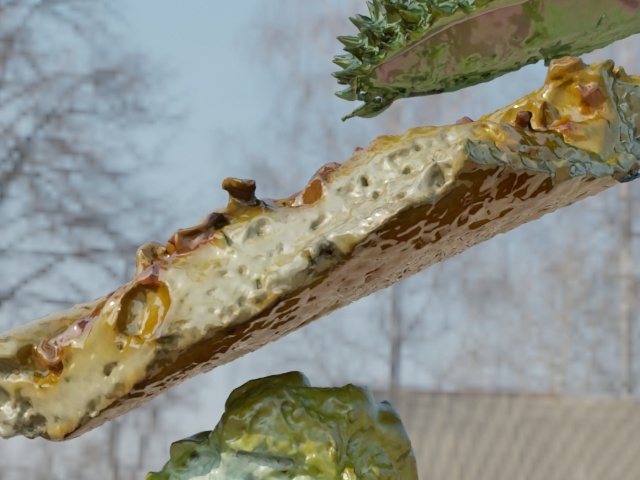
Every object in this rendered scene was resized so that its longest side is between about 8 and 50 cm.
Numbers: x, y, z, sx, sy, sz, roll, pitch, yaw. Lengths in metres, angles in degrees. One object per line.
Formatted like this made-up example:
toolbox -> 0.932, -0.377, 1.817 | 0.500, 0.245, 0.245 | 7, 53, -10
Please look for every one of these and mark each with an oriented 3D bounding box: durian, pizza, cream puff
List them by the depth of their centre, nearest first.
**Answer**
cream puff -> -0.003, 0.135, 0.904 | 0.156, 0.156, 0.121 | -5, -10, 31
pizza -> 0.000, 0.000, 0.919 | 0.365, 0.074, 0.182 | -25, -8, -1
durian -> 0.099, -0.149, 1.136 | 0.221, 0.095, 0.137 | -25, -23, 1
